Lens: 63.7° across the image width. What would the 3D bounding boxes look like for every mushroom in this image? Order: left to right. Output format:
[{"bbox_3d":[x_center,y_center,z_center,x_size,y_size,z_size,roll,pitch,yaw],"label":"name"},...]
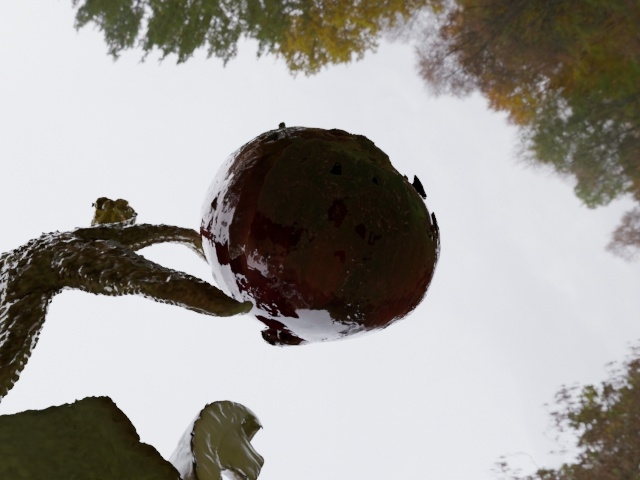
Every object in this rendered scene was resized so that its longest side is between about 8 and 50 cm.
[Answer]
[{"bbox_3d":[-0.202,0.398,0.915,0.156,0.151,0.285,45,-171,2],"label":"mushroom"}]

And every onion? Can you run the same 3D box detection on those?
[{"bbox_3d":[0.000,0.000,0.587,0.276,0.276,0.276,19,-123,-33],"label":"onion"}]

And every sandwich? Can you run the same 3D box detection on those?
[{"bbox_3d":[-0.258,0.321,0.516,0.325,0.131,0.262,42,-152,3],"label":"sandwich"}]

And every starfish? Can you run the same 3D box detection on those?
[{"bbox_3d":[-0.275,0.070,0.567,0.398,0.384,0.132,-14,-61,-24],"label":"starfish"}]

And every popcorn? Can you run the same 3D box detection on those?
[{"bbox_3d":[-0.316,-0.031,0.812,0.084,0.084,0.084,19,-123,-33],"label":"popcorn"}]
